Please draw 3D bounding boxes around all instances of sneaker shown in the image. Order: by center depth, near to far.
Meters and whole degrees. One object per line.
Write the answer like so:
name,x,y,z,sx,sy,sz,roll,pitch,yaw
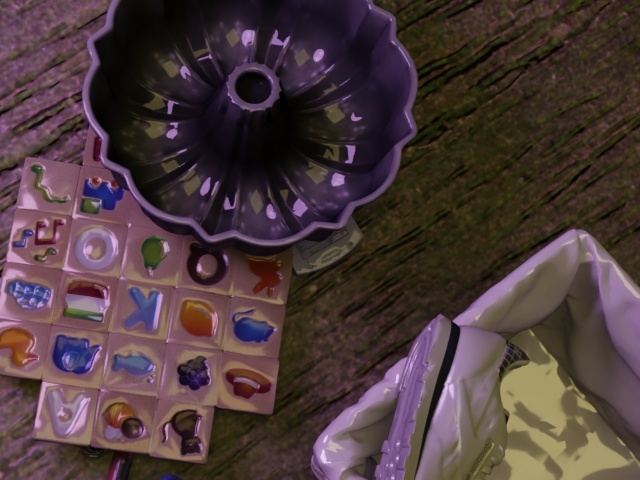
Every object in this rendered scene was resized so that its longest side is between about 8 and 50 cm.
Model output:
sneaker,0.101,0.180,1.144,0.095,0.090,0.235,22,76,-11

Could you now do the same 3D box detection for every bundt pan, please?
bundt pan,-0.073,-0.130,1.416,0.331,0.124,0.330,3,71,-7

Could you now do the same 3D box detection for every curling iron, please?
curling iron,-0.224,0.279,1.371,0.068,0.035,0.274,8,77,-7

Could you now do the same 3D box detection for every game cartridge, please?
game cartridge,0.000,0.000,1.469,0.083,0.017,0.056,-29,81,-12

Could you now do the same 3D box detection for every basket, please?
basket,0.198,0.223,1.320,0.328,0.266,0.331,-39,85,-13

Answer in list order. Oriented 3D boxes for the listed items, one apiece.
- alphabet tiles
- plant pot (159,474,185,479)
alphabet tiles,-0.174,0.044,1.417,0.285,0.011,0.342,9,71,-5
plant pot,-0.088,0.361,1.280,0.236,0.236,0.212,26,83,-2
